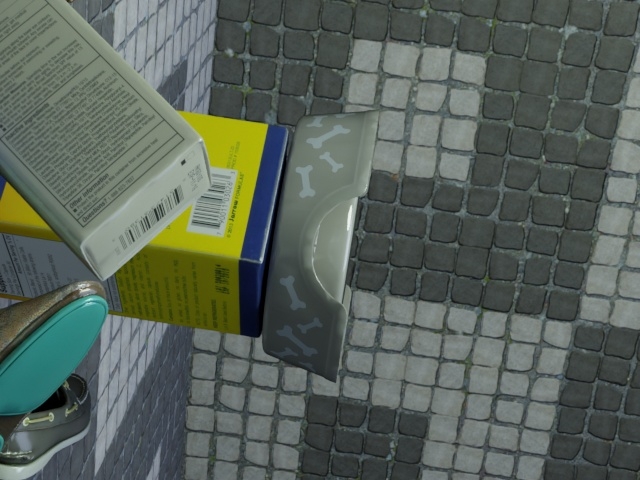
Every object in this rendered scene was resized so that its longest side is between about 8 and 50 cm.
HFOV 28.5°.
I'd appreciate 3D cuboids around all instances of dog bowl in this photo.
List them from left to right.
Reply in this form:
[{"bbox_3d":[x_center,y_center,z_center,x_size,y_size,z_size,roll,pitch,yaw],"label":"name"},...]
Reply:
[{"bbox_3d":[0.000,0.000,1.595,0.349,0.102,0.349,9,90,-87],"label":"dog bowl"}]

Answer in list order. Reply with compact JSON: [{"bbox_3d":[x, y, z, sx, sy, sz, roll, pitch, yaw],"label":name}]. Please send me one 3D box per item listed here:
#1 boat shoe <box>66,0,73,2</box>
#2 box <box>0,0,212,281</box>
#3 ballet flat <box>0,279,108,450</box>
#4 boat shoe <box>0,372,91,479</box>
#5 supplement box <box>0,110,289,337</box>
[{"bbox_3d":[-0.333,-0.316,1.571,0.066,0.066,0.183,-76,174,-63],"label":"boat shoe"},{"bbox_3d":[-0.254,-0.130,1.131,0.148,0.311,0.121,-41,167,-12],"label":"box"},{"bbox_3d":[-0.321,0.140,1.165,0.316,0.106,0.107,-53,152,7],"label":"ballet flat"},{"bbox_3d":[-0.382,0.231,1.727,0.305,0.109,0.091,-53,156,-76],"label":"boat shoe"},{"bbox_3d":[-0.229,-0.034,1.524,0.194,0.356,0.195,96,3,-59],"label":"supplement box"}]
